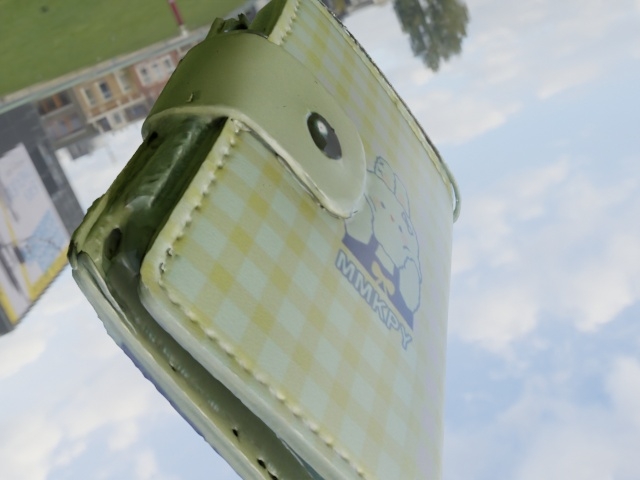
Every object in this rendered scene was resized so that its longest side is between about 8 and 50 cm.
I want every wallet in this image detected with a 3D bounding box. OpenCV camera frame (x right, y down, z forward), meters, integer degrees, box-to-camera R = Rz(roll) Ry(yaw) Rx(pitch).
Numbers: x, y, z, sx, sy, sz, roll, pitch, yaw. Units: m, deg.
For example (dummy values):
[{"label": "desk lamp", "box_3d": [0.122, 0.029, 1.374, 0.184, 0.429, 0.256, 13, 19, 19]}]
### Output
[{"label": "wallet", "box_3d": [0.000, 0.000, 0.500, 0.077, 0.223, 0.309, -26, -155, 23]}]
